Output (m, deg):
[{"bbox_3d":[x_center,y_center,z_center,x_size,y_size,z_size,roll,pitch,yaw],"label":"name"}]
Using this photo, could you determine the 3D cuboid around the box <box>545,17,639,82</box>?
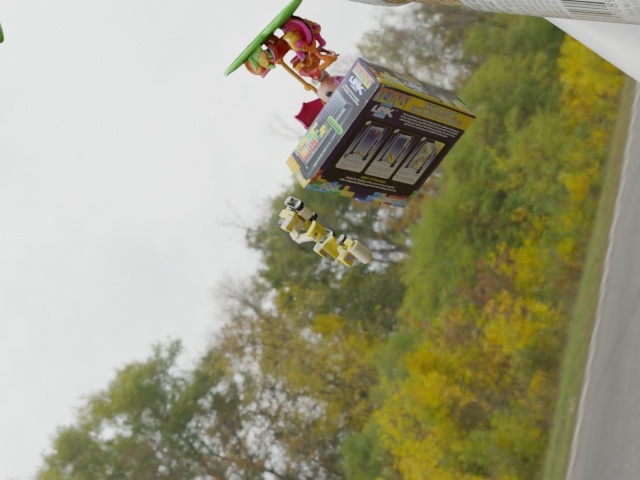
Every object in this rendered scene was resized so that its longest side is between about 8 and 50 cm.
[{"bbox_3d":[0.422,-0.184,0.882,0.232,0.322,0.058,-22,-31,-54],"label":"box"}]

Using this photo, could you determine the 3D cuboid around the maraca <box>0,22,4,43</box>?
[{"bbox_3d":[-0.205,-0.164,0.393,0.185,0.099,0.127,76,-173,-47],"label":"maraca"}]

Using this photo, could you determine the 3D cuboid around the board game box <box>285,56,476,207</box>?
[{"bbox_3d":[0.067,-0.110,0.863,0.170,0.048,0.141,8,-53,-46],"label":"board game box"}]

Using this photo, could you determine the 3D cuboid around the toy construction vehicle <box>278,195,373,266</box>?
[{"bbox_3d":[0.000,0.000,0.757,0.086,0.098,0.035,40,-96,-28],"label":"toy construction vehicle"}]

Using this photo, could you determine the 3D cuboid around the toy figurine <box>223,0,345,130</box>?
[{"bbox_3d":[-0.012,-0.208,0.996,0.130,0.159,0.173,-55,15,-28],"label":"toy figurine"}]

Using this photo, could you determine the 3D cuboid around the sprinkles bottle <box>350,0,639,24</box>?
[{"bbox_3d":[0.143,-0.198,0.492,0.121,0.355,0.121,-17,-63,-37],"label":"sprinkles bottle"}]

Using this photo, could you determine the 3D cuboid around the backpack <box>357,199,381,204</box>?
[{"bbox_3d":[0.095,-0.110,1.421,0.120,0.101,0.098,-21,-80,-66],"label":"backpack"}]
